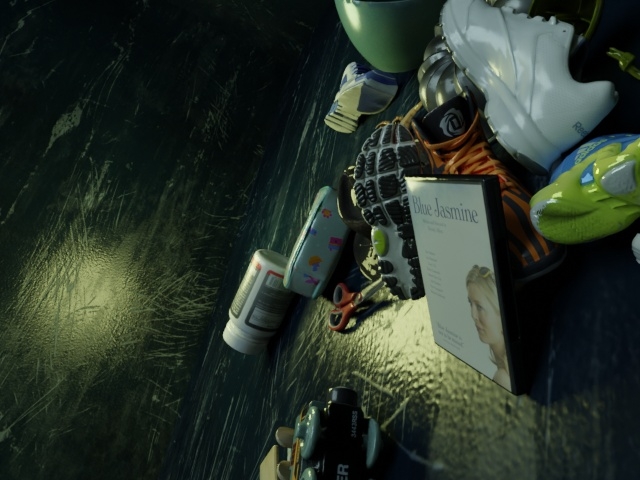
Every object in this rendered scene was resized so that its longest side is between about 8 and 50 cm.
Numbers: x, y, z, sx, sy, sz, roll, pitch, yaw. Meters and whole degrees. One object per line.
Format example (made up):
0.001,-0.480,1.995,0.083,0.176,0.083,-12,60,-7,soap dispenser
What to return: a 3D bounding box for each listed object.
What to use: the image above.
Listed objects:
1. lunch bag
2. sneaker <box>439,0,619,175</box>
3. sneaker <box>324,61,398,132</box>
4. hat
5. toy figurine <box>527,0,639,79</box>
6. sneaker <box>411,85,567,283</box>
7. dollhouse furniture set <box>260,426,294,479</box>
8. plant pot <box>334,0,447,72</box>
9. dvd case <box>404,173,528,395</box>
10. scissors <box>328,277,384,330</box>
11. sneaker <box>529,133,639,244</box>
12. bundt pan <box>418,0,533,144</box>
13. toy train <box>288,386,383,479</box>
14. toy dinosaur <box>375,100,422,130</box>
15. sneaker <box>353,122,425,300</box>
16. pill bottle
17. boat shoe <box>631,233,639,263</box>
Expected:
0.000,0.000,1.187,0.224,0.107,0.280,-163,97,-86,lunch bag
0.248,-0.222,0.580,0.129,0.110,0.297,-38,56,32,sneaker
0.114,-0.453,1.370,0.315,0.127,0.183,-14,58,70,sneaker
0.109,-0.081,0.925,0.331,0.133,0.332,-46,34,44,hat
0.396,-0.390,0.548,0.191,0.217,0.363,28,131,33,toy figurine
0.193,-0.088,0.617,0.124,0.180,0.321,-28,30,8,sneaker
-0.114,0.504,0.872,0.212,0.160,0.242,-60,20,23,dollhouse furniture set
0.181,-0.515,1.097,0.196,0.289,0.291,79,-169,-46,plant pot
0.175,0.042,0.585,0.180,0.022,0.253,-154,50,-72,dvd case
0.077,0.129,0.948,0.297,0.021,0.109,153,130,-68,scissors
0.319,-0.082,0.443,0.240,0.091,0.126,-20,26,42,sneaker
0.279,-0.329,0.782,0.331,0.124,0.331,-55,23,37,bundt pan
0.008,0.402,0.715,0.190,0.142,0.334,117,163,-54,toy train
0.186,-0.252,1.078,0.212,0.064,0.112,-66,34,35,toy dinosaur
0.127,-0.046,0.754,0.118,0.107,0.280,-35,-62,-62,sneaker
-0.175,0.185,1.406,0.284,0.161,0.161,-64,19,11,pill bottle
0.310,0.054,0.369,0.184,0.066,0.063,-113,38,-60,boat shoe
